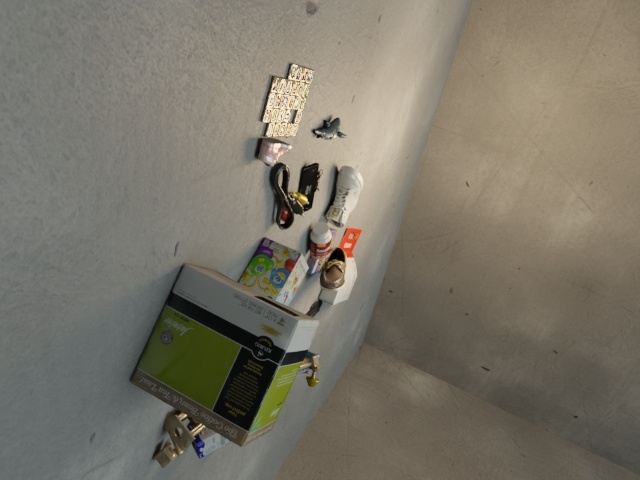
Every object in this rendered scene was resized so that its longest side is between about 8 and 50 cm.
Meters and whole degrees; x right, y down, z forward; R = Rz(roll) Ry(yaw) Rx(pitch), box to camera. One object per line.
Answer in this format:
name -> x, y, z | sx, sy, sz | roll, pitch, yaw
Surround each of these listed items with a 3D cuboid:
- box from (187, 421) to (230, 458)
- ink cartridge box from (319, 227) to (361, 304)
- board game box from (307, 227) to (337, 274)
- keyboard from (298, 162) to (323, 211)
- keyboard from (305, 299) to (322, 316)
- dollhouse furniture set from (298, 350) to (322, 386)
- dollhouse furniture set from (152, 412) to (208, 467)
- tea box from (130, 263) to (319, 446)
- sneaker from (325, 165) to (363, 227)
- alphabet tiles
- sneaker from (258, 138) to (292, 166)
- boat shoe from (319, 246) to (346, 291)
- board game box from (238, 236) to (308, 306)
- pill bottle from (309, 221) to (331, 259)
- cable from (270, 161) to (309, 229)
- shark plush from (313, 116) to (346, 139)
box -> -0.362, 0.643, 1.795 | 0.137, 0.072, 0.126 | -23, 144, -25
ink cartridge box -> 0.139, 0.130, 2.743 | 0.385, 0.091, 0.308 | -67, 164, 6
board game box -> 0.002, 0.042, 2.286 | 0.201, 0.035, 0.136 | -69, 164, 7
keyboard -> -0.046, -0.184, 1.853 | 0.100, 0.038, 0.192 | -21, 139, -35
keyboard -> -0.035, 0.345, 2.609 | 0.180, 0.023, 0.108 | -42, 150, -57
dollhouse furniture set -> -0.188, 0.423, 1.644 | 0.286, 0.303, 0.198 | 6, 99, -67
dollhouse furniture set -> -0.419, 0.580, 1.656 | 0.161, 0.101, 0.182 | -45, 170, 17
tea box -> -0.229, 0.277, 1.352 | 0.323, 0.329, 0.220 | -64, 164, -3
sneaker -> 0.093, -0.160, 2.167 | 0.292, 0.108, 0.169 | 85, 29, -61
alphabet tiles -> -0.090, -0.378, 1.464 | 0.237, 0.009, 0.198 | -28, 139, -66
sneaker -> -0.127, -0.239, 1.467 | 0.134, 0.051, 0.070 | -18, 132, -64
boat shoe -> 0.061, 0.126, 2.381 | 0.324, 0.117, 0.096 | -67, 160, -69
board game box -> -0.170, 0.155, 1.703 | 0.275, 0.142, 0.144 | -62, 162, -17
pill bottle -> 0.000, 0.000, 2.130 | 0.086, 0.086, 0.152 | -55, 160, -34
cable -> -0.120, -0.135, 1.674 | 0.139, 0.072, 0.287 | -46, 148, -8
shark plush -> 0.017, -0.371, 1.792 | 0.161, 0.073, 0.067 | -18, 113, -42
